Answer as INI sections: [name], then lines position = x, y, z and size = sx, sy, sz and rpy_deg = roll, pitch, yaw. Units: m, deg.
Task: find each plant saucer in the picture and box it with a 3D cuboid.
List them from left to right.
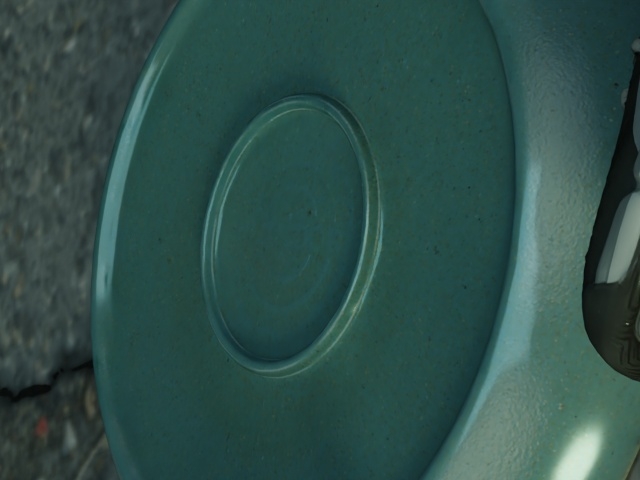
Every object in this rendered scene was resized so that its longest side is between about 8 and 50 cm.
[plant saucer]
position = 0.000, 0.000, 0.688
size = 0.317, 0.043, 0.317
rpy_deg = -18, 67, 50

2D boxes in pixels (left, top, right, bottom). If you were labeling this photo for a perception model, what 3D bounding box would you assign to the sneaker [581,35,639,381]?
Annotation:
[sneaker]
position = 0.119, -0.078, 0.531
size = 0.229, 0.086, 0.132
rpy_deg = -61, 35, 7
